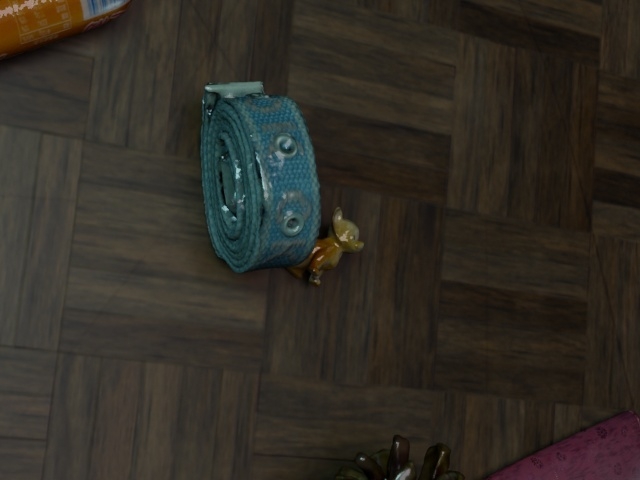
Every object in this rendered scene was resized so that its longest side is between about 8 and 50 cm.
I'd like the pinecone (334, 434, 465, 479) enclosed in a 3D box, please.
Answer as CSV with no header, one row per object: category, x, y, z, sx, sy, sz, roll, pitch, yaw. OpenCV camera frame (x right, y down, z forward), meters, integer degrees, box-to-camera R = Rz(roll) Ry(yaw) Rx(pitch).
pinecone,0.102,0.335,1.024,0.244,0.244,0.309,-2,74,-26

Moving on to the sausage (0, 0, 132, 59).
sausage,-0.261,-0.208,0.993,0.234,0.071,0.071,-25,95,-26

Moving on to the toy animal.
toy animal,0.000,0.000,1.111,0.081,0.060,0.083,28,68,18

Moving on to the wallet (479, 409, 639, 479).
wallet,0.279,0.281,1.222,0.232,0.025,0.119,-18,92,-26

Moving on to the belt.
belt,-0.055,-0.055,1.038,0.082,0.148,0.163,-8,116,-30
